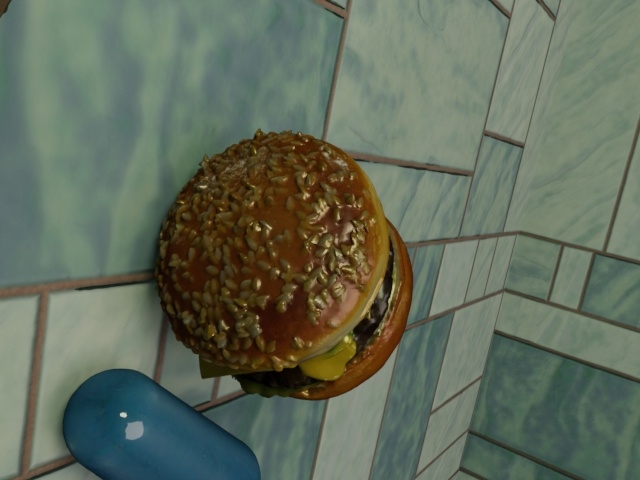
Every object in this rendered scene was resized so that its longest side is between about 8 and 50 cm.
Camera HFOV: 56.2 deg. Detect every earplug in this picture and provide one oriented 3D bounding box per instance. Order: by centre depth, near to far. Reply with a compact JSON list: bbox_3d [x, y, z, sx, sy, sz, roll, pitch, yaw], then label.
[{"bbox_3d":[-0.184,0.239,0.685,0.132,0.132,0.273,-57,142,-25],"label":"earplug"}]

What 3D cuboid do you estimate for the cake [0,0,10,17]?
[{"bbox_3d":[-0.260,-0.202,0.248,0.332,0.332,0.321,-55,-178,-27],"label":"cake"}]

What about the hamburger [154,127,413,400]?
[{"bbox_3d":[-0.044,0.028,0.670,0.225,0.291,0.291,41,69,-56],"label":"hamburger"}]
